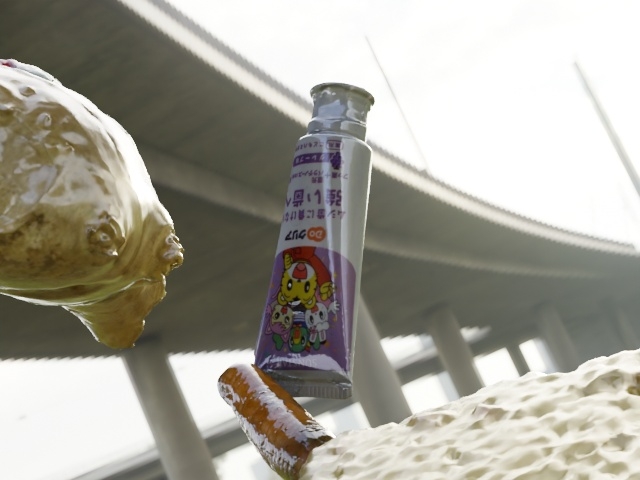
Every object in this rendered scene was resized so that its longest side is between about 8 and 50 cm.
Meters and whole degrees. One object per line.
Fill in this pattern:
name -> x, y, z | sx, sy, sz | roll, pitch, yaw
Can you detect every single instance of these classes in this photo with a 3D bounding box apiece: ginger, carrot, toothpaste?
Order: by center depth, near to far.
ginger -> -0.210, -0.014, 0.843 | 0.236, 0.166, 0.375 | 16, -23, -7
carrot -> -0.039, 0.159, 1.087 | 0.060, 0.060, 0.186 | -20, 27, -22
toothpaste -> 0.000, 0.000, 1.179 | 0.114, 0.299, 0.073 | -2, -20, 32

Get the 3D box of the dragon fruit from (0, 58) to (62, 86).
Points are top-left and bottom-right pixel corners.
dragon fruit -> -0.352, -0.078, 1.331 | 0.302, 0.237, 0.231 | -178, 111, -83

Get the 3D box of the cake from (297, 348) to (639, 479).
cake -> 0.128, 0.223, 0.555 | 0.222, 0.286, 0.227 | -18, 13, 11
